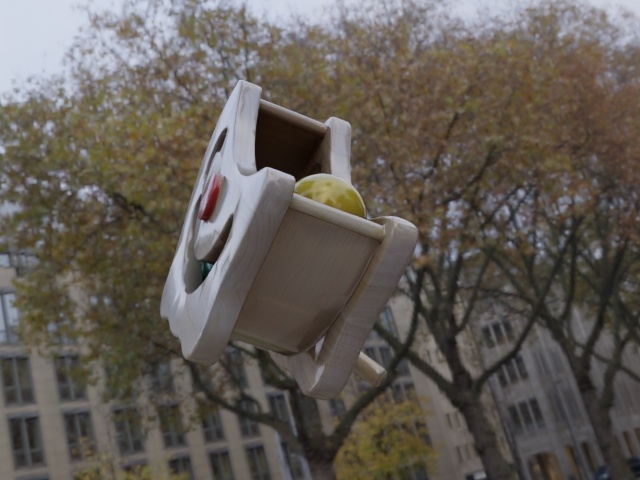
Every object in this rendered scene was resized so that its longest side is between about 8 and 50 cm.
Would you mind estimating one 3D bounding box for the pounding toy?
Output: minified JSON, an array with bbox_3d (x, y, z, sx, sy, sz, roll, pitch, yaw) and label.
[{"bbox_3d":[0.000,0.000,0.518,0.155,0.154,0.269,20,0,-17],"label":"pounding toy"}]
